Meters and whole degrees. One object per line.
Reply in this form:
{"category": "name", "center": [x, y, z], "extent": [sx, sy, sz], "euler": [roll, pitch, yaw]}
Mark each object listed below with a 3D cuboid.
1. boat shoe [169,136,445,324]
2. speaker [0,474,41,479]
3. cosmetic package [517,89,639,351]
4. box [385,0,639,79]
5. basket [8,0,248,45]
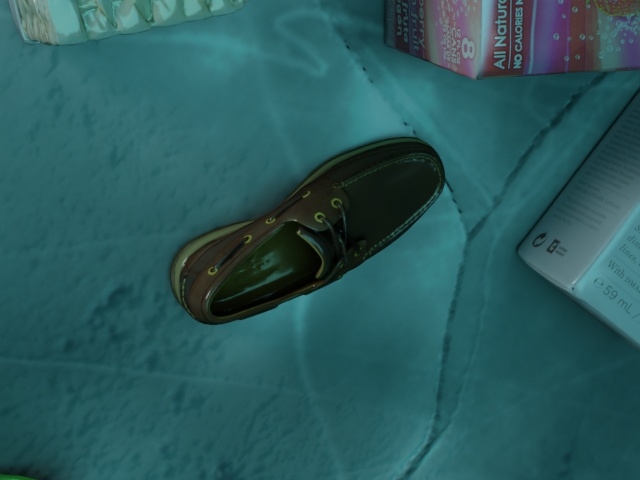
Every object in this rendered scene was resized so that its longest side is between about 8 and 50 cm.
{"category": "boat shoe", "center": [0.000, 0.000, 0.744], "extent": [0.178, 0.060, 0.064], "euler": [-29, 112, -8]}
{"category": "speaker", "center": [-0.190, 0.292, 0.735], "extent": [0.131, 0.131, 0.297], "euler": [-3, 106, -17]}
{"category": "cosmetic package", "center": [0.244, -0.042, 0.798], "extent": [0.117, 0.085, 0.231], "euler": [35, 94, -24]}
{"category": "box", "center": [0.122, -0.244, 0.668], "extent": [0.154, 0.142, 0.300], "euler": [-5, 107, -15]}
{"category": "basket", "center": [-0.108, -0.184, 0.634], "extent": [0.113, 0.103, 0.167], "euler": [-14, 108, -14]}
